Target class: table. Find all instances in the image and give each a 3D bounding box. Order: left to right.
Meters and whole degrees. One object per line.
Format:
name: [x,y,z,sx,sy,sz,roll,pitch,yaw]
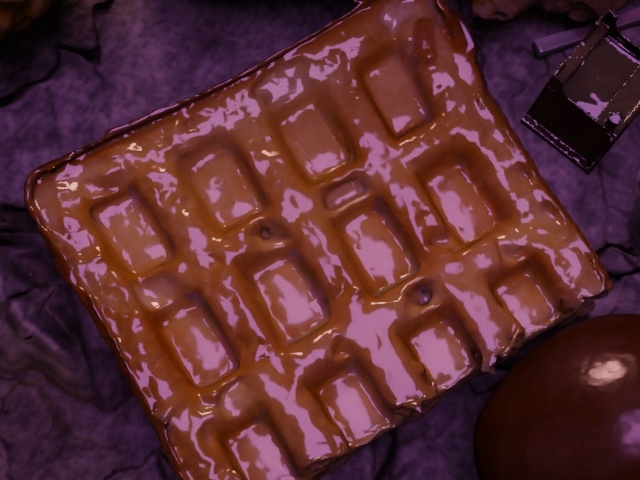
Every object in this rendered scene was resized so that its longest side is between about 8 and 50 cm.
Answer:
table: [0.212,-0.113,0.704,0.070,0.082,0.083,40,80,8]

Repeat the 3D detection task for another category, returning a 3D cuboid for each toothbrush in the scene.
toothbrush: [0.265,-0.186,0.756,0.194,0.017,0.014,-20,73,-3]

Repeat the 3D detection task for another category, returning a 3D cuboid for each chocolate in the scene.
chocolate: [0.182,0.126,0.614,0.177,0.177,0.176,0,77,-1]

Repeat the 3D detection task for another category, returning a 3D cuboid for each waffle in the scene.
waffle: [0.000,0.000,0.679,0.348,0.077,0.304,-29,78,-7]

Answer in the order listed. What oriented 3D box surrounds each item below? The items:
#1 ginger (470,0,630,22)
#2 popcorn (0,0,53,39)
ginger: [0.236,-0.295,0.744,0.166,0.080,0.333,35,83,-13]
popcorn: [-0.258,-0.247,0.681,0.218,0.169,0.189,25,70,23]
